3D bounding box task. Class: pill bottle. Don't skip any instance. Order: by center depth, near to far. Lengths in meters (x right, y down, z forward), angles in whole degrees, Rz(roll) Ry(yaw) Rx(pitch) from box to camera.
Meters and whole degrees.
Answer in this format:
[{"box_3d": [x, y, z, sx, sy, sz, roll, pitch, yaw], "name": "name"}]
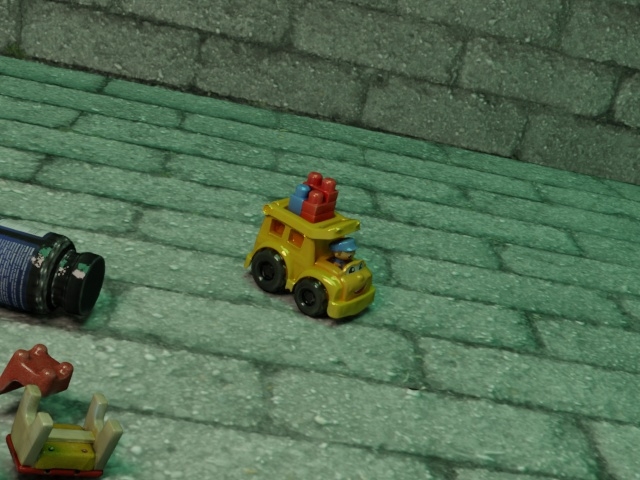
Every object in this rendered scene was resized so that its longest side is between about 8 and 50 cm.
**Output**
[{"box_3d": [-0.438, 0.038, 1.239, 0.219, 0.122, 0.123, 16, 24, 3], "name": "pill bottle"}]

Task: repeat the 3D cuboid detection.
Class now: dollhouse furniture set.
[{"box_3d": [-0.438, 0.193, 0.922, 0.374, 0.152, 0.201, 17, 17, -39], "name": "dollhouse furniture set"}]

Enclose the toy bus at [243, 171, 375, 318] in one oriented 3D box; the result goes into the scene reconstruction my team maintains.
[{"box_3d": [0.000, 0.000, 1.454, 0.220, 0.211, 0.149, 30, 27, 29], "name": "toy bus"}]
